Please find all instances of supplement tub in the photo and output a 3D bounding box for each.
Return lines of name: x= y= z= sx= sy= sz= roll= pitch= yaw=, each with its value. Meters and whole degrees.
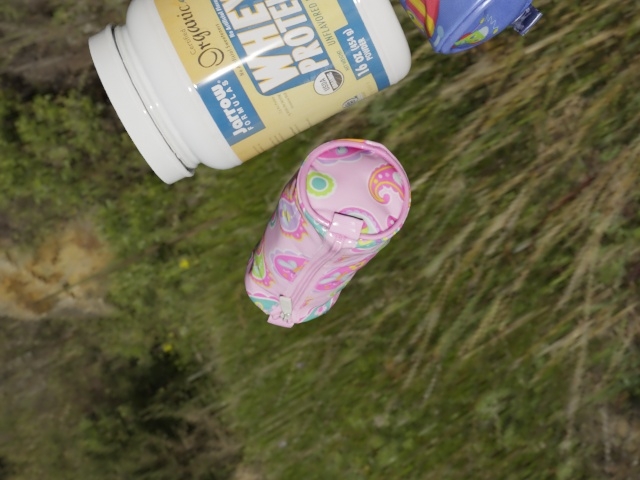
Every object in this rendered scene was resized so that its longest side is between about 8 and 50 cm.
supplement tub: x=-0.050 y=-0.140 z=0.852 sx=0.144 sy=0.199 sz=0.144 roll=62 pitch=-176 yaw=-7

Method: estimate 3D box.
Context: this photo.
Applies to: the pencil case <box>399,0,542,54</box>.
pencil case: x=0.077 y=-0.303 z=0.996 sx=0.306 sy=0.133 sz=0.119 roll=56 pitch=-179 yaw=8

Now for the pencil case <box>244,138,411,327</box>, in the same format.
pencil case: x=0.000 y=0.000 z=1.244 sx=0.124 sy=0.124 sz=0.284 roll=57 pitch=154 yaw=11
